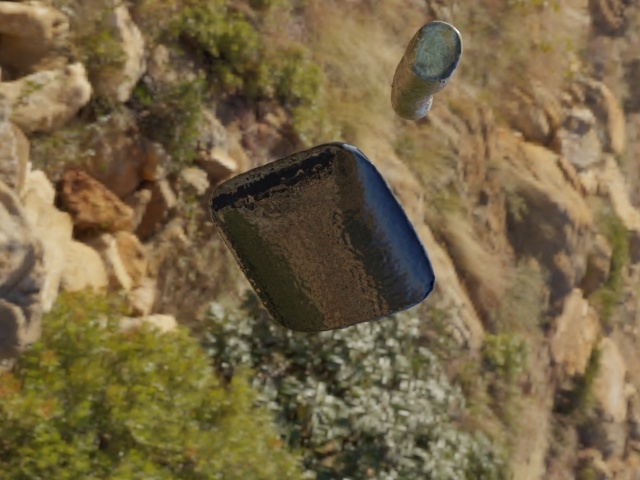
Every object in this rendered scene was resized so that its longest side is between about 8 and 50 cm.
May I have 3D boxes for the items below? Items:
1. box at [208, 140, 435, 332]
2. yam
[{"bbox_3d":[0.000,0.000,1.046,0.201,0.212,0.042,61,33,-12],"label":"box"},{"bbox_3d":[0.118,-0.192,1.167,0.299,0.066,0.066,88,11,-89],"label":"yam"}]
